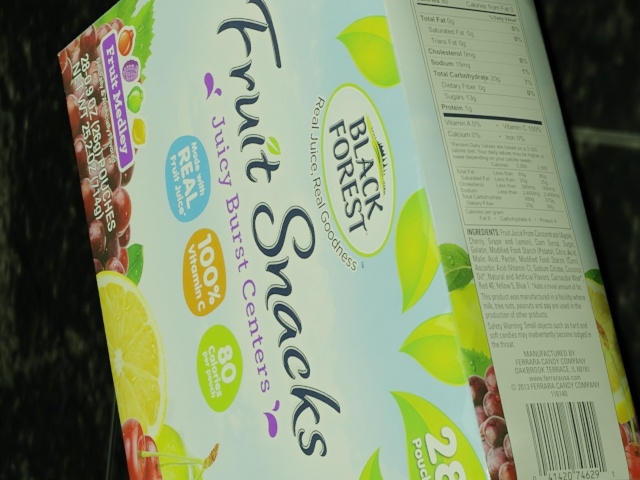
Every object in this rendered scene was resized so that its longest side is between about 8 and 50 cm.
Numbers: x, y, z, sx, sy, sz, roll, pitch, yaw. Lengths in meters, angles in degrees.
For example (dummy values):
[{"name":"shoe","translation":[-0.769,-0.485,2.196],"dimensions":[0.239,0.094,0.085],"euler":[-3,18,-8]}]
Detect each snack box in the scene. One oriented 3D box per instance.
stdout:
[{"name":"snack box","translation":[0.000,0.000,0.590],"dimensions":[0.174,0.070,0.207],"euler":[-29,67,47]}]
